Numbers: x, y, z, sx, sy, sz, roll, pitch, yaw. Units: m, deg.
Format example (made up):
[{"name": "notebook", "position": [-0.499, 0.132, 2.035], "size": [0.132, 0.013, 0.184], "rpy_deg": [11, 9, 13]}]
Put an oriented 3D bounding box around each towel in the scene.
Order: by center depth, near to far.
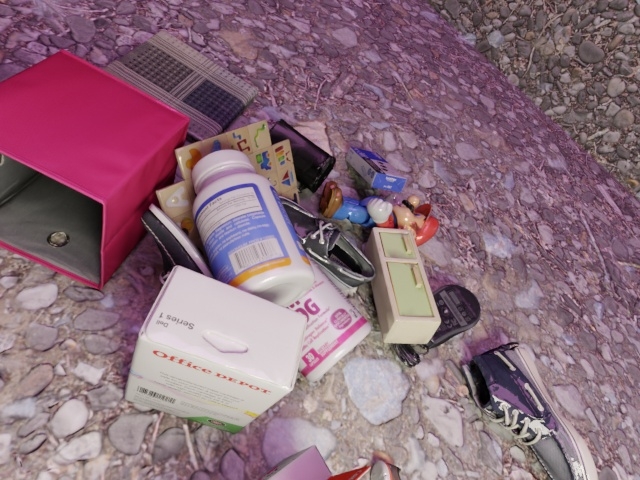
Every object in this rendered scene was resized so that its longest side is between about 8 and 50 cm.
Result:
[{"name": "towel", "position": [-0.373, -0.411, 1.151], "size": [0.325, 0.056, 0.312], "rpy_deg": [32, 50, -7]}]

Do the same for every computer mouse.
[{"name": "computer mouse", "position": [0.261, 0.186, 1.030], "size": [0.273, 0.072, 0.188], "rpy_deg": [-13, 62, -23]}]

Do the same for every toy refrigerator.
[{"name": "toy refrigerator", "position": [0.178, 0.092, 0.967], "size": [0.103, 0.094, 0.269], "rpy_deg": [4, 44, -10]}]

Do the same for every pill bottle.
[{"name": "pill bottle", "position": [-0.128, -0.018, 0.730], "size": [0.153, 0.152, 0.271], "rpy_deg": [-9, 60, -33]}, {"name": "pill bottle", "position": [-0.050, 0.118, 0.841], "size": [0.283, 0.160, 0.160], "rpy_deg": [47, 48, 13]}]

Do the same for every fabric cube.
[{"name": "fabric cube", "position": [-0.424, -0.120, 0.753], "size": [0.254, 0.259, 0.258], "rpy_deg": [26, 46, -7]}]

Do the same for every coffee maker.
[{"name": "coffee maker", "position": [-0.056, -0.224, 1.091], "size": [0.178, 0.171, 0.120], "rpy_deg": [36, 63, 2]}]

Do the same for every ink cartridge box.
[{"name": "ink cartridge box", "position": [-0.095, 0.375, 0.569], "size": [0.275, 0.238, 0.060], "rpy_deg": [-21, 69, -38]}, {"name": "ink cartridge box", "position": [-0.168, 0.181, 0.649], "size": [0.202, 0.278, 0.117], "rpy_deg": [24, 49, -12]}, {"name": "ink cartridge box", "position": [0.154, -0.206, 1.221], "size": [0.098, 0.046, 0.207], "rpy_deg": [7, 28, -24]}]

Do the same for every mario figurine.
[{"name": "mario figurine", "position": [0.168, -0.092, 1.116], "size": [0.321, 0.170, 0.197], "rpy_deg": [16, 52, -15]}]

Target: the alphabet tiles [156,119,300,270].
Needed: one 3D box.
[{"name": "alphabet tiles", "position": [-0.167, -0.083, 0.891], "size": [0.011, 0.284, 0.343], "rpy_deg": [13, 34, 37]}]

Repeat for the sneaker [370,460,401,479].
[{"name": "sneaker", "position": [0.134, 0.472, 0.746], "size": [0.065, 0.061, 0.157], "rpy_deg": [18, 50, -25]}]

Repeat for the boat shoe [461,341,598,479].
[{"name": "boat shoe", "position": [0.440, 0.397, 0.940], "size": [0.158, 0.127, 0.340], "rpy_deg": [-2, 49, -22]}]

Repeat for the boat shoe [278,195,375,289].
[{"name": "boat shoe", "position": [0.000, 0.000, 0.945], "size": [0.301, 0.102, 0.108], "rpy_deg": [43, 54, -16]}]

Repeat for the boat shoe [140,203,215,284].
[{"name": "boat shoe", "position": [-0.224, 0.077, 0.748], "size": [0.091, 0.114, 0.302], "rpy_deg": [-37, 105, -10]}]
